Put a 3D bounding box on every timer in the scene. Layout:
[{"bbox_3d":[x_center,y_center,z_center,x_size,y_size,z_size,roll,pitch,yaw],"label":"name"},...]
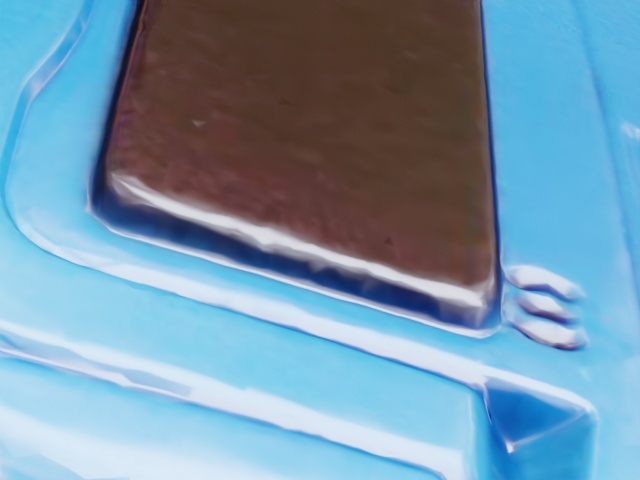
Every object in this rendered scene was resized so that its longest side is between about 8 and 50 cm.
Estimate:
[{"bbox_3d":[0.000,0.000,0.478,0.309,0.115,0.340,16,35,-10],"label":"timer"}]
